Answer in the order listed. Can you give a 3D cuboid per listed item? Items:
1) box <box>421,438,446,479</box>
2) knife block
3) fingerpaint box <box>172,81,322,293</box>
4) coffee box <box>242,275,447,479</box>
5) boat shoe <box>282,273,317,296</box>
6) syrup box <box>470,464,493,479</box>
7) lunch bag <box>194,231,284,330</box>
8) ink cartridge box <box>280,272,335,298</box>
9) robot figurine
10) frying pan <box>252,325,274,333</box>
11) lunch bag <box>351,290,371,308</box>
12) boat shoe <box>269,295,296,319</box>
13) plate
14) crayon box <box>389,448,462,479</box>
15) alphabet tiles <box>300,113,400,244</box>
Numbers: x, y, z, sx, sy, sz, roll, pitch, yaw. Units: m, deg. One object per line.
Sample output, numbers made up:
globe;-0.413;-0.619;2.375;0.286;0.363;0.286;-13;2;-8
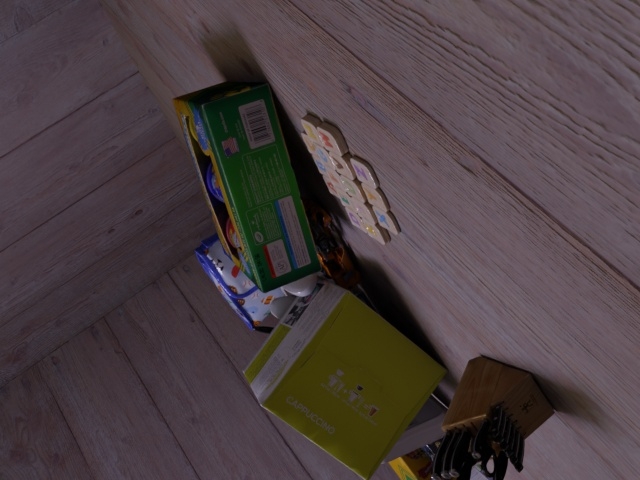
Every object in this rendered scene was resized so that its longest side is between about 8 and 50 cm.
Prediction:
box;0.334;0.619;2.098;0.293;0.073;0.295;49;171;30
knife block;0.267;0.325;1.134;0.088;0.242;0.276;56;170;-7
fingerpaint box;-0.188;-0.143;1.568;0.371;0.163;0.444;33;141;64
coffee box;0.048;0.335;1.671;0.338;0.338;0.334;39;173;-14
boat shoe;-0.072;0.082;1.792;0.102;0.108;0.301;45;176;-33
syrup box;0.504;0.758;1.878;0.093;0.096;0.237;55;169;-16
lunch bag;-0.199;0.056;2.079;0.239;0.328;0.385;40;162;36
ink cartridge box;-0.023;0.157;2.051;0.100;0.172;0.237;49;168;35
robot figurine;0.000;0.000;1.700;0.211;0.085;0.291;40;163;51
frying pan;-0.061;0.267;1.966;0.326;0.053;0.197;18;180;-16
lunch bag;0.109;0.230;1.925;0.151;0.096;0.129;65;168;-5
boat shoe;-0.043;0.221;1.905;0.219;0.077;0.070;11;156;19
plate;0.219;0.487;1.844;0.278;0.277;0.045;37;139;58
crayon box;0.355;0.766;2.254;0.318;0.202;0.081;51;135;12
alphabet tiles;0.051;-0.116;1.284;0.278;0.021;0.284;40;163;54
